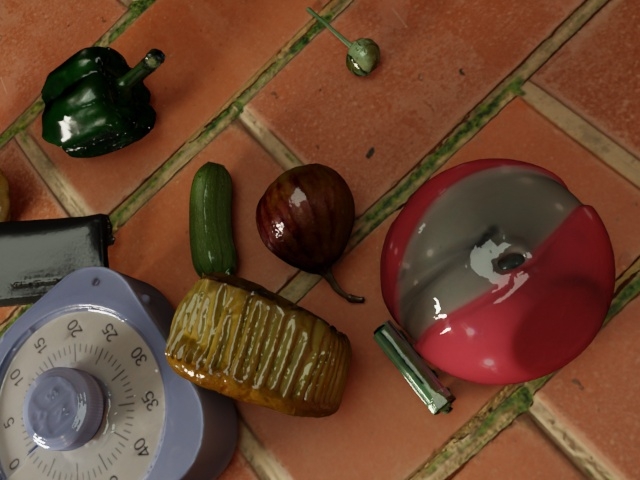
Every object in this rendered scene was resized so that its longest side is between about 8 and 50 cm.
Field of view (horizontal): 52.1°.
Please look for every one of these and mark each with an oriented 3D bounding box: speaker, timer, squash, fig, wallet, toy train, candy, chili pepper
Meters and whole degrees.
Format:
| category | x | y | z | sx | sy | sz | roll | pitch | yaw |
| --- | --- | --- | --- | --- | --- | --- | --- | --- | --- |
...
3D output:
| category | x | y | z | sx | sy | sz | roll | pitch | yaw |
| --- | --- | --- | --- | --- | --- | --- | --- | --- | --- |
| speaker | 0.218 | 0.032 | 0.852 | 0.294 | 0.294 | 0.294 | -5 | 71 | 16 |
| timer | -0.346 | 0.261 | 0.963 | 0.395 | 0.173 | 0.395 | -5 | 72 | 15 |
| squash | -0.174 | -0.024 | 1.053 | 0.077 | 0.068 | 0.219 | -11 | 71 | 9 |
| fig | -0.022 | -0.017 | 0.969 | 0.149 | 0.148 | 0.202 | 30 | 120 | 57 |
| wallet | -0.471 | 0.034 | 1.099 | 0.250 | 0.044 | 0.149 | -3 | 81 | -6 |
| toy train | 0.128 | 0.172 | 0.892 | 0.038 | 0.071 | 0.148 | -40 | 65 | 3 |
| candy | 0.030 | -0.346 | 1.108 | 0.061 | 0.061 | 0.202 | -42 | 58 | 2 |
| chili pepper | -0.360 | -0.247 | 1.135 | 0.261 | 0.165 | 0.174 | -21 | 50 | 14 |

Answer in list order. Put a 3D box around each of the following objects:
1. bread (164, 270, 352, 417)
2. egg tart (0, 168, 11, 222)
| category | x | y | z | sx | sy | sz | roll | pitch | yaw |
| --- | --- | --- | --- | --- | --- | --- | --- | --- | --- |
| bread | -0.077 | 0.145 | 0.869 | 0.227 | 0.253 | 0.142 | 12 | 74 | 17 |
| egg tart | -0.651 | -0.038 | 1.193 | 0.241 | 0.106 | 0.241 | -6 | 69 | 15 |
